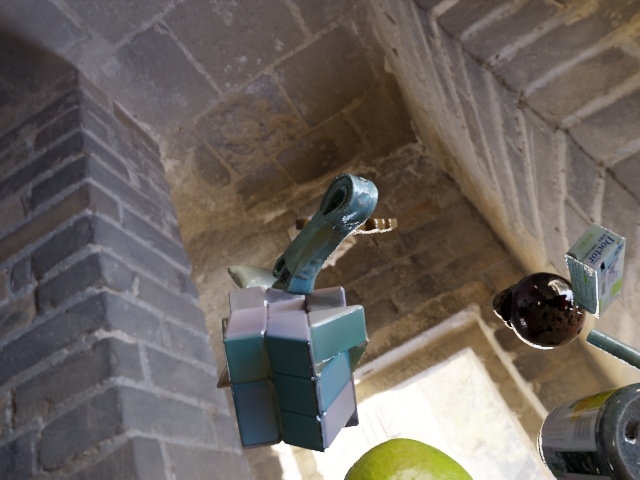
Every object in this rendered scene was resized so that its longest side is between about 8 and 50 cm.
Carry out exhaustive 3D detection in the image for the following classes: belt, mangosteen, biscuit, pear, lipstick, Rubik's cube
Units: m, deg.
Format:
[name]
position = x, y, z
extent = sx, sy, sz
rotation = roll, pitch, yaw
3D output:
[belt]
position = 0.000, 0.000, 0.920
extent = 0.072, 0.087, 0.302
rotation = 9, 131, -37
[mangosteen]
position = 0.572, 0.180, 1.245
extent = 0.210, 0.209, 0.209
rotation = -17, 143, -13
[biscuit]
position = 0.082, -0.038, 1.280
extent = 0.302, 0.043, 0.278
rotation = -1, -178, -23
[pear]
position = 0.208, 0.682, 1.184
extent = 0.392, 0.390, 0.390
rotation = -17, 143, -13
[lipstick]
position = 0.814, 0.299, 1.315
extent = 0.048, 0.158, 0.048
rotation = -21, 126, -32
[Rubik's cube]
position = -0.062, 0.293, 1.149
extent = 0.359, 0.368, 0.386
rotation = -6, 105, -2

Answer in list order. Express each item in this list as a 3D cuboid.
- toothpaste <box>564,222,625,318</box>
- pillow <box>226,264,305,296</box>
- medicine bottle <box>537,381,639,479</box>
[toothpaste]
position = 0.568, 0.075, 0.995
extent = 0.081, 0.067, 0.336
rotation = -50, 143, 0
[pillow]
position = -0.123, 0.134, 1.312
extent = 0.254, 0.144, 0.078
rotation = 21, 106, -31
[medicine bottle]
position = 0.386, 0.277, 0.642
extent = 0.142, 0.141, 0.293
rotation = -23, 156, -5
